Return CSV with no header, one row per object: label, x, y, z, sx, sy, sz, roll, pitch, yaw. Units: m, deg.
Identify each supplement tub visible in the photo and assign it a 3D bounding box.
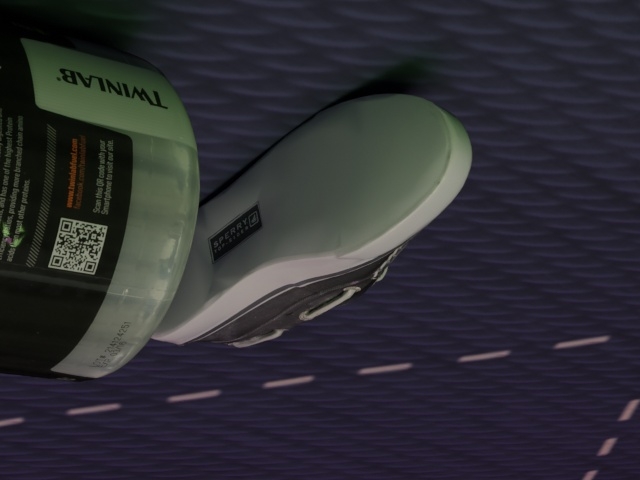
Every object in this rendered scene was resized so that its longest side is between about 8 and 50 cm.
supplement tub,-0.239,-0.036,0.779,0.316,0.194,0.193,11,142,-37

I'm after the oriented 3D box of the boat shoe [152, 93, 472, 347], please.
boat shoe,0.000,0.000,1.025,0.102,0.108,0.301,18,141,-42
